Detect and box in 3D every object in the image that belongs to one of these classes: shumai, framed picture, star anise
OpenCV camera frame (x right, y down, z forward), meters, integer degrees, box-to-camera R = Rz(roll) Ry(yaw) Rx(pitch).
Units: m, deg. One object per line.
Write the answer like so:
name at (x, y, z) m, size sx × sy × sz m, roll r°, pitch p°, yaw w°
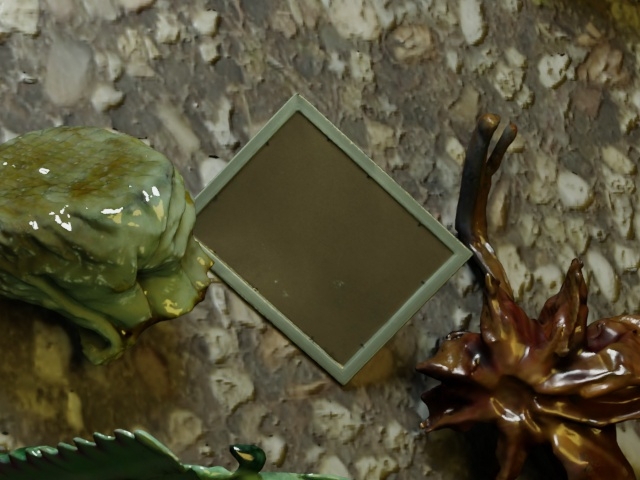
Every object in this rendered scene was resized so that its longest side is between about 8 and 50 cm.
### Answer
shumai at (-0.168, 0.009, 1.326) m, size 0.184 × 0.184 × 0.142 m, roll -32°, pitch 122°, yaw -36°
framed picture at (0.000, 0.000, 1.432) m, size 0.183 × 0.011 × 0.142 m, roll 42°, pitch 99°, yaw -14°
star anise at (0.177, 0.068, 1.487) m, size 0.237 × 0.148 × 0.346 m, roll -21°, pitch 86°, yaw 7°

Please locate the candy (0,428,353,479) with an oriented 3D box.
candy at (-0.017, 0.237, 1.240) m, size 0.398 × 0.263 × 0.172 m, roll 34°, pitch 52°, yaw -19°
